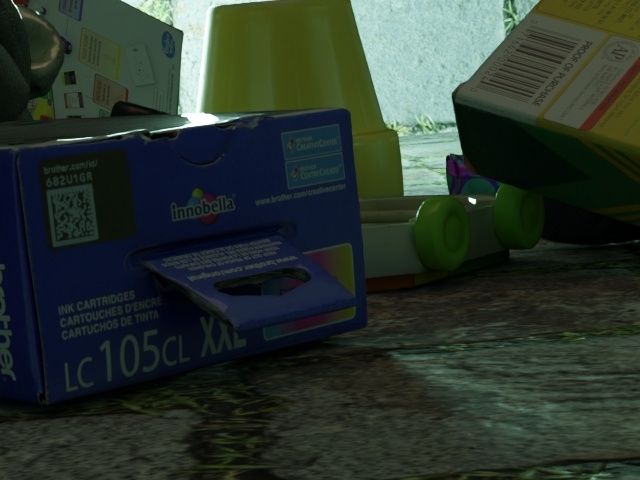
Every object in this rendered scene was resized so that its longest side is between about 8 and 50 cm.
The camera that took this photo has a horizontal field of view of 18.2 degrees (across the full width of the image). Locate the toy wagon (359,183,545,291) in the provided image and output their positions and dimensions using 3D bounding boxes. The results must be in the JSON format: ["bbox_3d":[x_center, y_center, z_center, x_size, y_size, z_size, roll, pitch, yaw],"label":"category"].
[{"bbox_3d":[0.000,0.000,1.550,0.267,0.068,0.344,-1,7,34],"label":"toy wagon"}]

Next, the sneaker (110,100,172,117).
[{"bbox_3d":[-0.126,-0.040,1.645,0.083,0.098,0.223,18,-10,18],"label":"sneaker"}]

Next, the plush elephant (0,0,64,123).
[{"bbox_3d":[-0.318,-0.078,1.550,0.330,0.272,0.255,27,-1,-38],"label":"plush elephant"}]

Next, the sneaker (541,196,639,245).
[{"bbox_3d":[0.320,-0.053,1.576,0.350,0.131,0.148,-12,23,10],"label":"sneaker"}]

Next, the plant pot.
[{"bbox_3d":[-0.037,-0.154,2.278,0.254,0.239,0.254,-4,6,0],"label":"plant pot"}]

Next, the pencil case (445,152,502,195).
[{"bbox_3d":[0.205,-0.065,2.050,0.152,0.064,0.070,-5,-19,1],"label":"pencil case"}]

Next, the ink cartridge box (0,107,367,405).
[{"bbox_3d":[-0.158,0.001,1.230,0.395,0.151,0.270,-1,7,44],"label":"ink cartridge box"}]

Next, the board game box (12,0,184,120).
[{"bbox_3d":[-0.274,-0.151,1.813,0.316,0.242,0.064,26,-42,-31],"label":"board game box"}]

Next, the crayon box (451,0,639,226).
[{"bbox_3d":[0.285,-0.096,1.483,0.318,0.081,0.202,20,52,32],"label":"crayon box"}]
